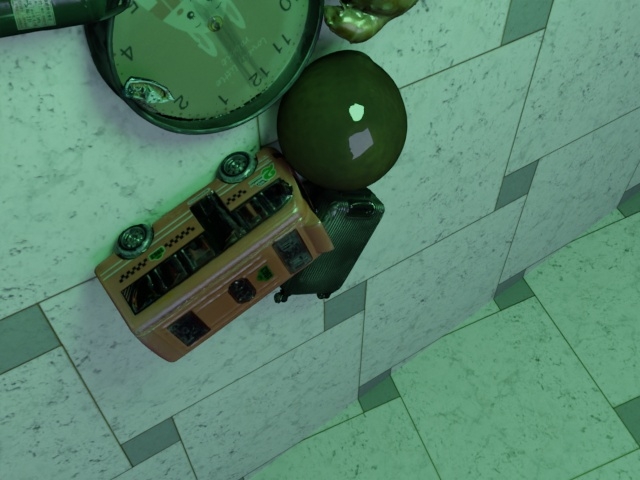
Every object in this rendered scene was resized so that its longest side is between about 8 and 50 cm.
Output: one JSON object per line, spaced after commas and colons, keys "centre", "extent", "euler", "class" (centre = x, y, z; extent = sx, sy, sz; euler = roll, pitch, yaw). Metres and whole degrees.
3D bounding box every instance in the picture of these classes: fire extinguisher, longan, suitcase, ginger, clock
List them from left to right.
{"centre": [-0.350, -0.307, 0.802], "extent": [0.295, 0.093, 0.118], "euler": [-16, 145, -14], "class": "fire extinguisher"}
{"centre": [-0.165, -0.339, 1.009], "extent": [0.386, 0.076, 0.386], "euler": [-26, 143, -21], "class": "clock"}
{"centre": [0.000, 0.000, 1.511], "extent": [0.202, 0.128, 0.312], "euler": [0, 129, -45], "class": "suitcase"}
{"centre": [0.042, -0.220, 1.197], "extent": [0.258, 0.258, 0.258], "euler": [-26, 144, -21], "class": "longan"}
{"centre": [0.131, -0.487, 1.042], "extent": [0.375, 0.176, 0.256], "euler": [-50, 137, 1], "class": "ginger"}

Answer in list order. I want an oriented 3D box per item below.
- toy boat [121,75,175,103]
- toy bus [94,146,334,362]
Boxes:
{"centre": [-0.253, -0.219, 0.959], "extent": [0.083, 0.038, 0.038], "euler": [2, 127, -45], "class": "toy boat"}
{"centre": [-0.195, 0.026, 1.257], "extent": [0.427, 0.233, 0.203], "euler": [-36, 146, -6], "class": "toy bus"}
